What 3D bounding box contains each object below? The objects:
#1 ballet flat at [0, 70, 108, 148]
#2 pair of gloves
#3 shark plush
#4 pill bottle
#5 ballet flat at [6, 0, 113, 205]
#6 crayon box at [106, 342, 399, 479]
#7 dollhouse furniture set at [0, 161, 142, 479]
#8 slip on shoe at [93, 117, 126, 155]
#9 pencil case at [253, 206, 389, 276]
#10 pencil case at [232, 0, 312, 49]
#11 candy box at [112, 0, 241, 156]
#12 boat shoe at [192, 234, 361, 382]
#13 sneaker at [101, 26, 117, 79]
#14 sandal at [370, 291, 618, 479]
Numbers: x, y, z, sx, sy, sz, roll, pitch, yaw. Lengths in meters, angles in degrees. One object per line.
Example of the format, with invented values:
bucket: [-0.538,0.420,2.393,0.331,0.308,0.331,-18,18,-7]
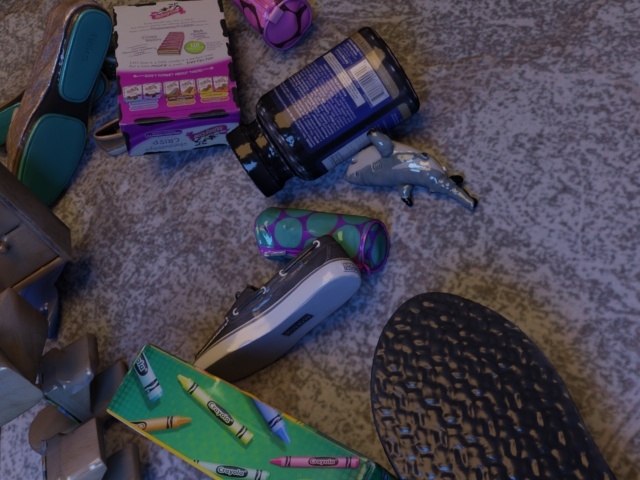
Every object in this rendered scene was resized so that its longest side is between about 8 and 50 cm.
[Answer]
ballet flat: [-0.430,-0.218,1.290,0.232,0.080,0.073,-22,25,10]
pair of gloves: [-0.432,0.091,1.140,0.198,0.023,0.159,0,60,24]
shark plush: [0.110,-0.071,0.976,0.161,0.073,0.067,24,94,13]
pill bottle: [0.000,-0.150,1.011,0.219,0.123,0.123,-33,53,4]
ballet flat: [-0.387,-0.197,1.202,0.106,0.107,0.316,26,95,37]
crayon box: [-0.051,0.208,0.799,0.278,0.165,0.081,20,72,33]
dollhouse furniture set: [-0.423,0.115,0.915,0.256,0.362,0.394,-32,39,6]
slip on shoe: [-0.263,-0.170,1.198,0.135,0.041,0.051,-23,55,12]
pencil case: [0.000,0.000,0.959,0.151,0.064,0.070,6,52,28]
pencil case: [-0.103,-0.365,1.168,0.095,0.098,0.209,-42,71,3]
candy box: [-0.200,-0.232,1.154,0.159,0.071,0.233,-7,57,-6]
boat shoe: [-0.060,0.075,0.915,0.228,0.080,0.076,-40,56,19]
sneaker: [-0.319,-0.297,1.284,0.192,0.064,0.086,15,73,34]
sandal: [0.188,0.241,0.705,0.167,0.107,0.446,-31,65,-13]
